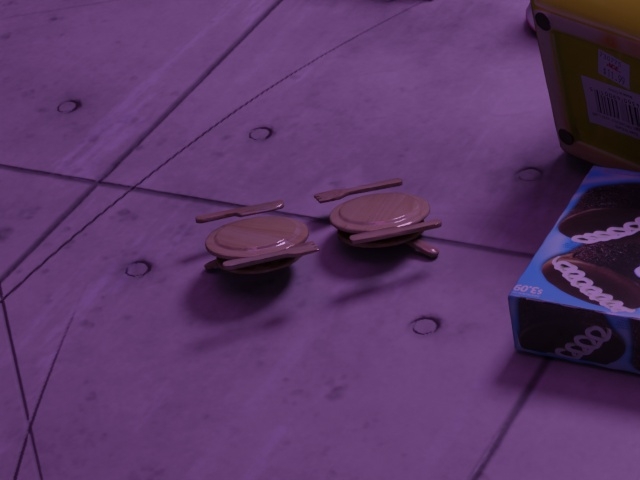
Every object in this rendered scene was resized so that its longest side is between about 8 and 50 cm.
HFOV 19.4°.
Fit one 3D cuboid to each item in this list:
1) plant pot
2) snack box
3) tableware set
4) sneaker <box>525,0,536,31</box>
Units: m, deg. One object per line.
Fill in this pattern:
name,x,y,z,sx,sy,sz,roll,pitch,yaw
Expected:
plant pot,0.313,-0.165,1.575,0.207,0.227,0.228,-40,44,-26
snack box,0.326,0.036,1.414,0.322,0.060,0.187,10,40,27
tableware set,0.000,0.000,1.576,0.194,0.039,0.128,-11,22,-11
sneaker,0.320,-0.263,1.801,0.252,0.111,0.103,-4,35,10
